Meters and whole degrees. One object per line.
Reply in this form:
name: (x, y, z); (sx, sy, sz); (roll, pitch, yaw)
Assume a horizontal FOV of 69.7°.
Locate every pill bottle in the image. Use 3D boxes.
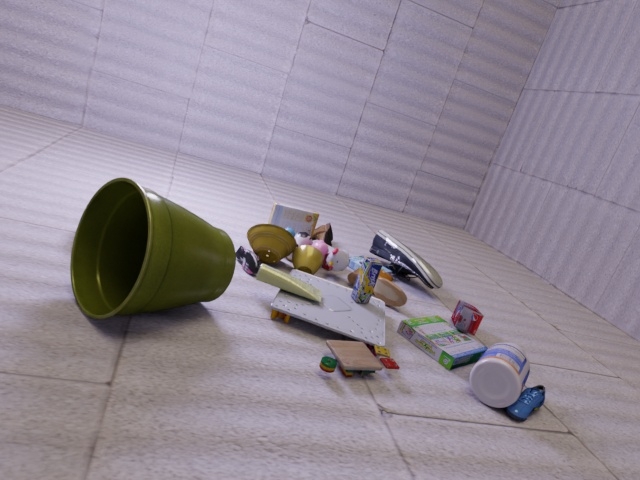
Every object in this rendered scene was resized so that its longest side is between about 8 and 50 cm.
pill bottle: (0.592, 0.421, 1.493); (0.152, 0.153, 0.272); (27, 17, 27)

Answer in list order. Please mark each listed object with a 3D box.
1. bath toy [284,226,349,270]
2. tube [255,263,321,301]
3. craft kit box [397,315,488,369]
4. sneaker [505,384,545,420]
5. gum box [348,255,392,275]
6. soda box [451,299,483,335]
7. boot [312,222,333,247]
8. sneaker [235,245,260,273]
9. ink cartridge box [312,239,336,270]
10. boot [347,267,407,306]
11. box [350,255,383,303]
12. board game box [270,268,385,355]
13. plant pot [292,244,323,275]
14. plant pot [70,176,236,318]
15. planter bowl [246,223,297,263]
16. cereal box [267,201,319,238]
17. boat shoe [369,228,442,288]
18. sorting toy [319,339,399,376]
bath toy: (-0.040, 0.043, 2.036); (0.348, 0.152, 0.129); (20, -20, 24)
tube: (-0.107, 0.153, 1.607); (0.240, 0.062, 0.070); (22, 59, -6)
craft kit box: (0.452, 0.368, 1.695); (0.249, 0.061, 0.246); (3, 24, -43)
sneaker: (0.643, 0.496, 1.432); (0.209, 0.082, 0.069); (0, 26, -45)
gum box: (0.235, 0.133, 2.251); (0.184, 0.041, 0.156); (29, 19, 34)
soda box: (0.594, 0.311, 1.872); (0.083, 0.092, 0.263); (25, 4, 13)
boot: (0.000, 0.000, 2.391); (0.115, 0.113, 0.305); (-11, 19, 7)
sneaker: (-0.271, 0.077, 1.833); (0.077, 0.072, 0.178); (20, 18, -36)
ink cartridge box: (0.011, 0.067, 2.164); (0.175, 0.073, 0.127); (28, 19, 27)
boot: (0.280, 0.188, 2.009); (0.294, 0.104, 0.211); (23, 16, 30)
box: (0.172, 0.148, 1.719); (0.059, 0.169, 0.054); (10, 18, -26)
board game box: (0.040, 0.245, 1.649); (0.389, 0.051, 0.390); (20, 16, 3)
plant pot: (-0.060, 0.100, 1.915); (0.134, 0.134, 0.095); (17, 41, -4)
plant pot: (-0.446, 0.044, 1.315); (0.366, 0.367, 0.352); (31, 9, 36)
planter bowl: (-0.213, 0.033, 1.915); (0.217, 0.217, 0.091); (17, 53, -6)
cereal box: (-0.142, -0.086, 2.321); (0.240, 0.173, 0.047); (13, 17, -21)
boat shoe: (0.417, 0.116, 2.304); (0.186, 0.156, 0.500); (29, 9, -41)
sorting toy: (0.101, 0.353, 1.362); (0.274, 0.047, 0.132); (10, 18, -27)
